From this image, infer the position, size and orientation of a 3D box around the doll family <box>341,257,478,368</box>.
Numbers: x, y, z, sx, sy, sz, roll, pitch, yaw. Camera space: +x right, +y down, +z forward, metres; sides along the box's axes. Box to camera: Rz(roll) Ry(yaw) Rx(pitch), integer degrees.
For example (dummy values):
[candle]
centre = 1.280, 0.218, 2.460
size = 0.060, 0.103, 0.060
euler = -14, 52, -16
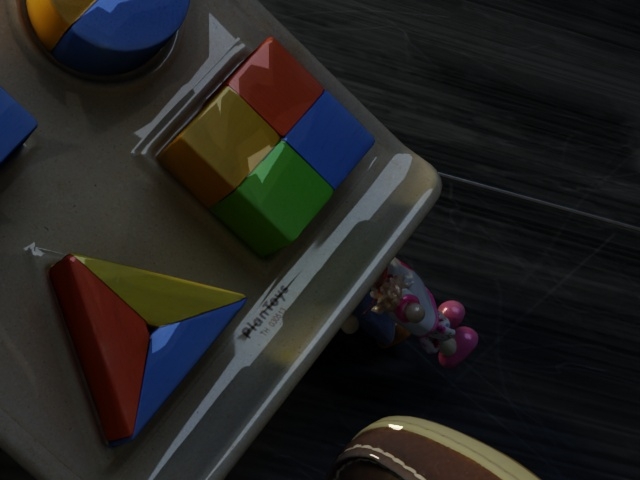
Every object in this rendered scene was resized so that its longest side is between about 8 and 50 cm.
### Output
[doll family]
centre = 0.000, 0.000, 0.981
size = 0.163, 0.118, 0.263
euler = 40, 19, -38

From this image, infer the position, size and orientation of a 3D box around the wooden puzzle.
[wooden puzzle]
centre = -0.126, -0.049, 0.785
size = 0.348, 0.080, 0.322
euler = 42, 64, -6

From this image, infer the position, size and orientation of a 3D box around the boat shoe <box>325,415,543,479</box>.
[boat shoe]
centre = 0.095, 0.225, 0.682
size = 0.123, 0.123, 0.342
euler = -8, 46, -41
